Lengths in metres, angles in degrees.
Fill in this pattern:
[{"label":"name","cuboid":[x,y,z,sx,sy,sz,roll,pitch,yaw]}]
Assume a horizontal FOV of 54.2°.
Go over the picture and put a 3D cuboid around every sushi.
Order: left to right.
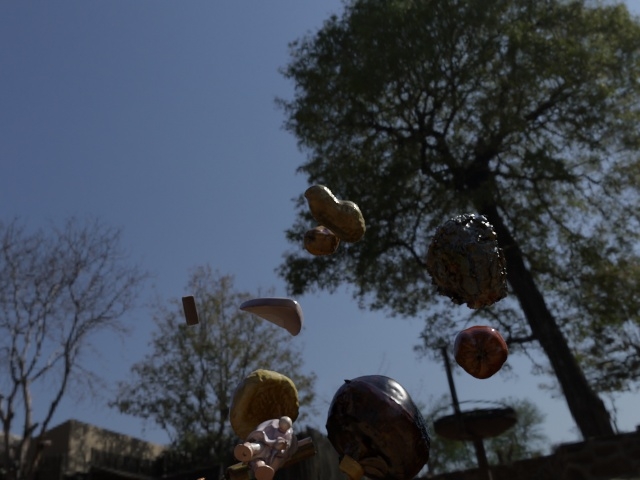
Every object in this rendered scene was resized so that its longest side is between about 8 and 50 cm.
[{"label":"sushi","cuboid":[0.595,0.087,2.531,0.175,0.418,0.417,-17,-24,-23]}]

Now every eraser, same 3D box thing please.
[{"label":"eraser","cuboid":[-0.122,0.217,1.929,0.204,0.059,0.243,30,-28,-13]}]

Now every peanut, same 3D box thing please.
[{"label":"peanut","cuboid":[0.047,-0.089,1.973,0.236,0.110,0.120,42,-39,-16]}]

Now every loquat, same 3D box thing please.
[{"label":"loquat","cuboid":[0.000,0.000,2.283,0.137,0.113,0.137,4,-3,0]}]

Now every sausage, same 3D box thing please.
[{"label":"sausage","cuboid":[-0.195,0.839,2.354,0.371,0.082,0.082,-16,-26,-16]}]

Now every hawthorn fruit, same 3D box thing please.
[{"label":"hawthorn fruit","cuboid":[0.522,0.365,2.051,0.189,0.189,0.189,-6,-29,-4]}]

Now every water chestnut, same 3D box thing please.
[{"label":"water chestnut","cuboid":[0.151,0.582,1.881,0.302,0.350,0.350,-40,-9,-36]}]

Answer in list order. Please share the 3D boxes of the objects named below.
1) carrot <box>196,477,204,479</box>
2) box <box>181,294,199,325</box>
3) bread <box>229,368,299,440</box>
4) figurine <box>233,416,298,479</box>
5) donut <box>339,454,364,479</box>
[{"label":"carrot","cuboid":[-0.441,0.822,2.029,0.037,0.037,0.190,-32,-10,36]},{"label":"box","cuboid":[-0.502,0.269,2.409,0.048,0.115,0.025,-9,-9,-35]},{"label":"bread","cuboid":[-0.188,0.535,2.013,0.244,0.245,0.134,12,-13,-32]},{"label":"figurine","cuboid":[-0.150,0.580,1.739,0.133,0.200,0.276,19,1,14]},{"label":"donut","cuboid":[0.080,0.610,1.655,0.067,0.038,0.083,31,-32,12]}]
